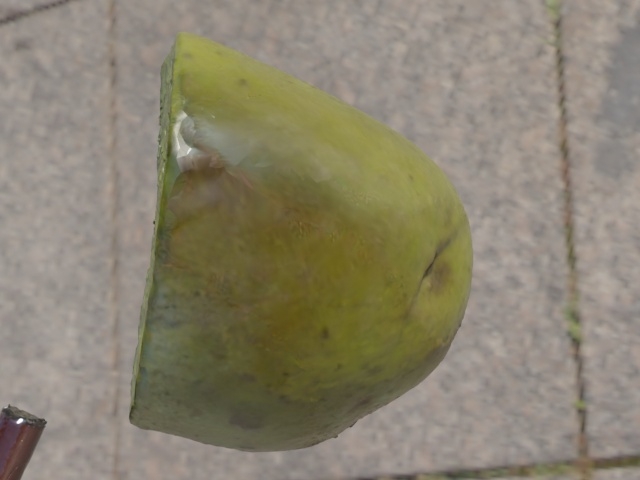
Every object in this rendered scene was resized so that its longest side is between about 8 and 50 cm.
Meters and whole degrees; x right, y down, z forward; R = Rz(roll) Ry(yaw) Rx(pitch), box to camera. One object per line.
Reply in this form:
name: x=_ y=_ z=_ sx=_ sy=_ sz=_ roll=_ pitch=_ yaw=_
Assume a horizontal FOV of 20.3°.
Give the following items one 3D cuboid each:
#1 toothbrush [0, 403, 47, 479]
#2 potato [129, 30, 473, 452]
toothbrush: x=-0.289 y=0.287 z=1.297 sx=0.041 sy=0.041 sz=0.364 roll=26 pitch=91 yaw=41
potato: x=0.000 y=0.000 z=1.429 sx=0.213 sy=0.280 sz=0.330 roll=134 pitch=143 yaw=-73
